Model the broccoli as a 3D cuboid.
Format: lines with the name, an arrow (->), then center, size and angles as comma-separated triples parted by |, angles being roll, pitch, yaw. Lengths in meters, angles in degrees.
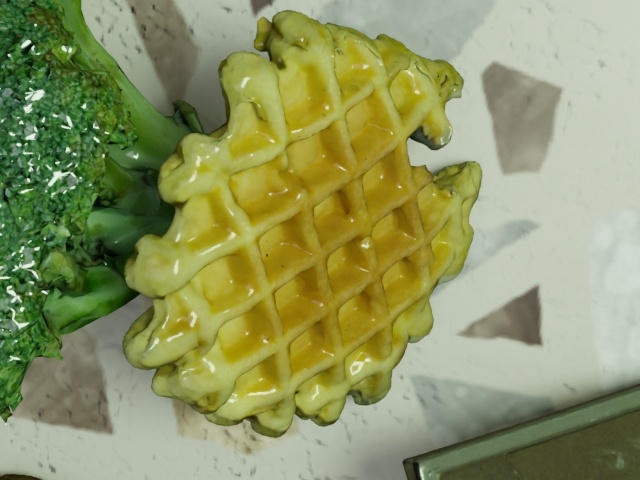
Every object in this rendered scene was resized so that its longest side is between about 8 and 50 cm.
broccoli -> -0.185, -0.044, 0.807 | 0.275, 0.308, 0.308 | -1, 101, -26

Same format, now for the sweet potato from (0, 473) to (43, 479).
sweet potato -> -0.137, 0.218, 0.944 | 0.233, 0.062, 0.081 | 13, 100, 2

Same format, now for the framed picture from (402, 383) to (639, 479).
framed picture -> 0.199, 0.261, 0.842 | 0.247, 0.022, 0.335 | -14, 89, -22

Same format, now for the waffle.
waffle -> 0.002, 0.001, 0.809 | 0.056, 0.261, 0.250 | 25, 97, 38
